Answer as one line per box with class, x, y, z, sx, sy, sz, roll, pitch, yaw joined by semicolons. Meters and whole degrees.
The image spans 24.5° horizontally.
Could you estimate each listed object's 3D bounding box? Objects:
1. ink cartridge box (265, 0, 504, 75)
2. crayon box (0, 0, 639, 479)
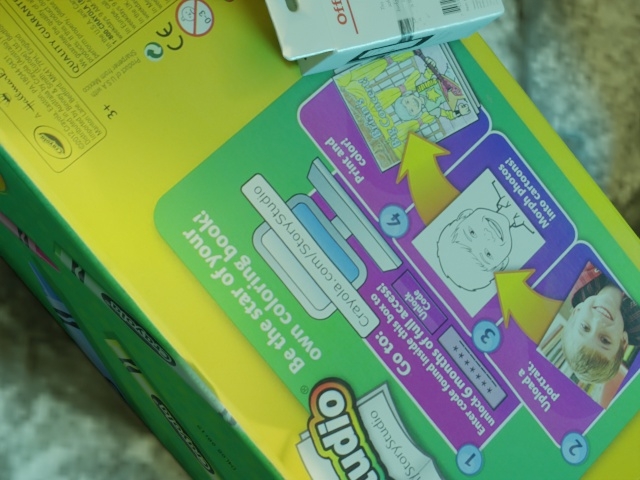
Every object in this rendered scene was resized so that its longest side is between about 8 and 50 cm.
ink cartridge box;0.013;-0.084;0.478;0.083;0.028;0.048;-16;86;-27
crayon box;0.000;0.000;0.518;0.165;0.081;0.278;-42;98;-25
